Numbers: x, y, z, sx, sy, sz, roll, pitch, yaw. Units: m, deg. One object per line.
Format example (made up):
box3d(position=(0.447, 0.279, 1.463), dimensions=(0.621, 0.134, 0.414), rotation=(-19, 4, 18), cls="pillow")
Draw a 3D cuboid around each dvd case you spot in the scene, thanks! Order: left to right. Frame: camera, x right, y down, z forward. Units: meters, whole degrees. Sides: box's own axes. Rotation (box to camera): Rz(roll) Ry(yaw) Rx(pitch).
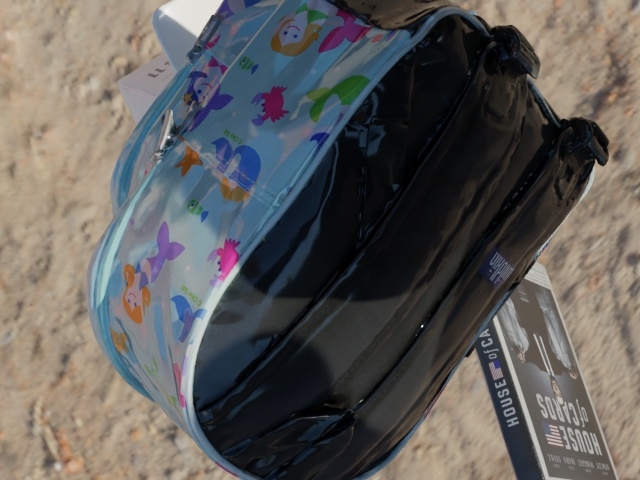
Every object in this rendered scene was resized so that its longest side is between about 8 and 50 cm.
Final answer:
box3d(position=(0.186, 0.115, 1.039), dimensions=(0.029, 0.179, 0.239), rotation=(-28, 64, 25), cls="dvd case")

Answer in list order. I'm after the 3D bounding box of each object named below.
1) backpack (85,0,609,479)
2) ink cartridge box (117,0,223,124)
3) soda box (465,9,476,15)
box3d(position=(0.000, 0.000, 0.642), dimensions=(0.191, 0.225, 0.254), rotation=(27, 84, 40), cls="backpack")
box3d(position=(-0.024, -0.087, 0.997), dimensions=(0.119, 0.207, 0.354), rotation=(25, 145, 49), cls="ink cartridge box")
box3d(position=(0.039, -0.206, 1.167), dimensions=(0.210, 0.071, 0.067), rotation=(16, 124, 14), cls="soda box")
